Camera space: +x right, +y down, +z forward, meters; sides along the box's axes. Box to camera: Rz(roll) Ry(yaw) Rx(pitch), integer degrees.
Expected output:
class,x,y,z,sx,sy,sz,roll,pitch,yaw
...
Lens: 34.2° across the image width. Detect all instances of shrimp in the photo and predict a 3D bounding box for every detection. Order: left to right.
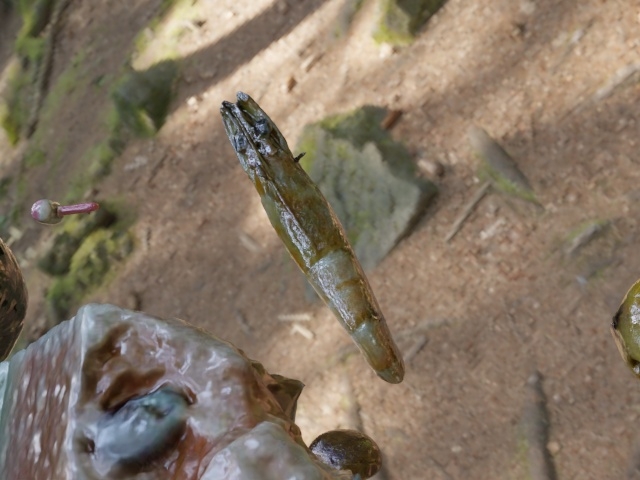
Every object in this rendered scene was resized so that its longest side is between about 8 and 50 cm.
class,x,y,z,sx,sy,sz,roll,pitch,yaw
shrimp,0.000,0.000,0.957,0.058,0.296,0.169,-30,-5,3

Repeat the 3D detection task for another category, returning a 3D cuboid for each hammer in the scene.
class,x,y,z,sx,sy,sz,roll,pitch,yaw
hammer,-0.318,-0.039,1.307,0.083,0.031,0.052,-7,-3,10

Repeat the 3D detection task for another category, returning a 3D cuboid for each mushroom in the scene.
class,x,y,z,sx,sy,sz,roll,pitch,yaw
mushroom,0.038,0.347,1.651,0.127,0.127,0.087,-154,60,-63

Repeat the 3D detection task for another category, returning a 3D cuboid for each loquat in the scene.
class,x,y,z,sx,sy,sz,roll,pitch,yaw
loquat,0.403,0.097,1.170,0.137,0.163,0.163,29,79,40

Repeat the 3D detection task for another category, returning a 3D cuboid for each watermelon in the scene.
class,x,y,z,sx,sy,sz,roll,pitch,yaw
watermelon,-0.084,0.163,0.457,0.302,0.151,0.264,111,160,-54

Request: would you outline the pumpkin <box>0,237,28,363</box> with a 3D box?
class,x,y,z,sx,sy,sz,roll,pitch,yaw
pumpkin,-0.481,0.102,1.232,0.300,0.207,0.300,-52,-18,-25
